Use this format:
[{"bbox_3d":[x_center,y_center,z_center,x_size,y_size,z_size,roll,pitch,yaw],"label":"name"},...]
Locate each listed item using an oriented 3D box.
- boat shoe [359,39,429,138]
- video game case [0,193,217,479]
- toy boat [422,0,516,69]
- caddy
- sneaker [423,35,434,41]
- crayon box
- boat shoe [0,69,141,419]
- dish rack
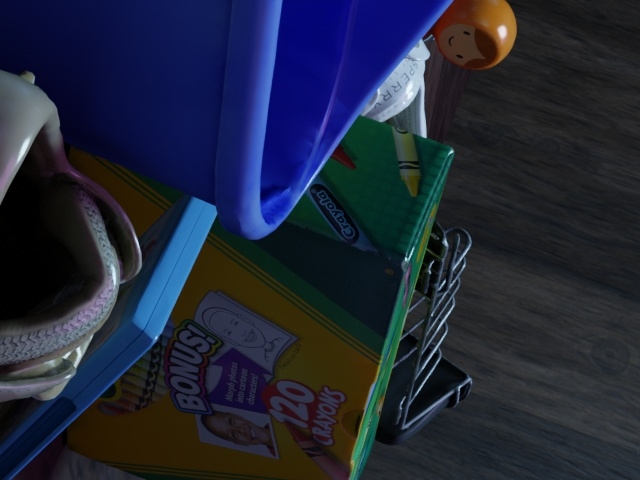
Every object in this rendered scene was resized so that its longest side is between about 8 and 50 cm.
[{"bbox_3d":[0.021,-0.109,1.001,0.098,0.096,0.277,-43,147,-13],"label":"boat shoe"},{"bbox_3d":[-0.107,0.054,0.691,0.166,0.015,0.119,-42,-167,27],"label":"video game case"},{"bbox_3d":[0.068,-0.165,1.244,0.151,0.151,0.231,56,54,-81],"label":"toy boat"},{"bbox_3d":[-0.011,-0.155,0.525,0.341,0.179,0.241,100,11,-54],"label":"caddy"},{"bbox_3d":[0.094,-0.266,1.606,0.077,0.072,0.178,-42,145,-52],"label":"sneaker"},{"bbox_3d":[-0.042,0.037,0.893,0.278,0.165,0.081,101,11,-52],"label":"crayon box"},{"bbox_3d":[-0.111,0.013,0.532,0.302,0.098,0.109,97,15,-71],"label":"boat shoe"},{"bbox_3d":[0.000,0.000,1.007,0.074,0.208,0.271,-47,161,-28],"label":"dish rack"}]
